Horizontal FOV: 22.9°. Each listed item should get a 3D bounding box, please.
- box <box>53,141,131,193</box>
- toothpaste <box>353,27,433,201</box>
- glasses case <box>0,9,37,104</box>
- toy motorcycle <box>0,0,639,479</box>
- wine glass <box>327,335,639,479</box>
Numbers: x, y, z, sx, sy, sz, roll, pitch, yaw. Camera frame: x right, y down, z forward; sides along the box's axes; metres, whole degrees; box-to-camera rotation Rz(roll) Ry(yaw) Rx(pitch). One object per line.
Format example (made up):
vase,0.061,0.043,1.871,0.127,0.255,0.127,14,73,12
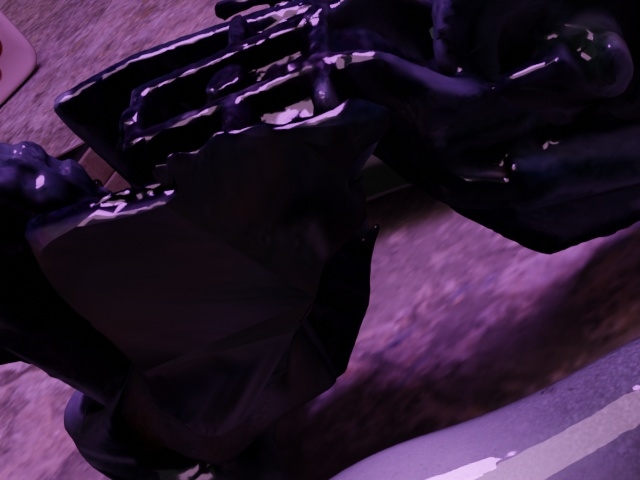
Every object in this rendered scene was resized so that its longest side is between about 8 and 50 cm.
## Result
box,-0.149,-0.015,0.885,0.083,0.035,0.079,-21,29,45
toothpaste,0.072,-0.067,0.557,0.392,0.061,0.099,-19,30,42
glasses case,-0.403,-0.227,1.338,0.144,0.336,0.076,-48,20,-13
toy motorcycle,0.000,0.000,0.467,0.270,0.159,0.106,-19,36,14
wine glass,0.070,0.045,0.316,0.155,0.072,0.072,-35,22,20
